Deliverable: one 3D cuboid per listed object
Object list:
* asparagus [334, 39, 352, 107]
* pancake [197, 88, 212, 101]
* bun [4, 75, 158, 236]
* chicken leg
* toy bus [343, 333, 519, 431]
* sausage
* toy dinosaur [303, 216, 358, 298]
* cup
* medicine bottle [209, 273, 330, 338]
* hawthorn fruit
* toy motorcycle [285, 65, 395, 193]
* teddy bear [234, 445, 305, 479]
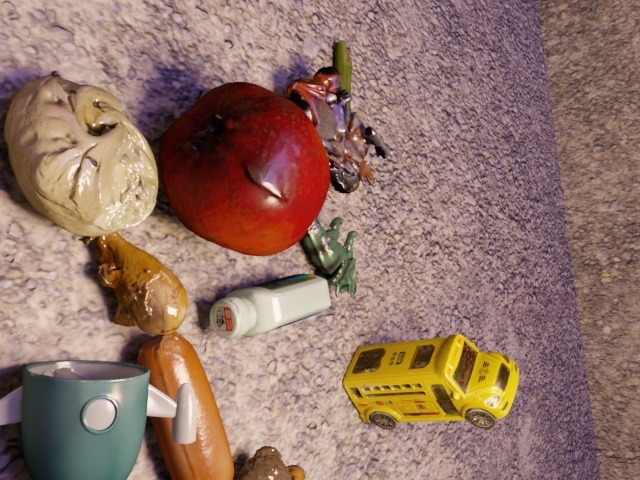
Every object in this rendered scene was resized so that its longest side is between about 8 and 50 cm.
[{"bbox_3d":[0.046,-0.346,1.739,0.041,0.045,0.179,81,10,-75],"label":"asparagus"},{"bbox_3d":[-0.182,-0.211,1.403,0.108,0.017,0.108,21,63,-49],"label":"pancake"},{"bbox_3d":[-0.310,-0.116,1.085,0.237,0.116,0.210,43,40,-24],"label":"bun"},{"bbox_3d":[-0.277,0.051,1.160,0.207,0.101,0.085,50,37,-8],"label":"chicken leg"},{"bbox_3d":[0.217,0.275,1.600,0.152,0.330,0.144,57,41,-27],"label":"toy bus"},{"bbox_3d":[-0.200,0.267,1.203,0.105,0.105,0.275,-32,109,-53],"label":"sausage"},{"bbox_3d":[0.008,-0.009,1.582,0.120,0.079,0.292,-49,119,-50],"label":"toy dinosaur"},{"bbox_3d":[-0.300,0.246,1.018,0.299,0.167,0.173,3,90,-29],"label":"cup"},{"bbox_3d":[-0.091,0.113,1.371,0.229,0.121,0.083,-14,95,-55],"label":"medicine bottle"},{"bbox_3d":[-0.102,-0.101,1.287,0.307,0.265,0.265,34,56,-53],"label":"hawthorn fruit"},{"bbox_3d":[0.040,-0.207,1.624,0.401,0.134,0.207,37,60,-44],"label":"toy motorcycle"},{"bbox_3d":[-0.072,0.437,1.330,0.190,0.140,0.177,52,47,-24],"label":"teddy bear"}]
